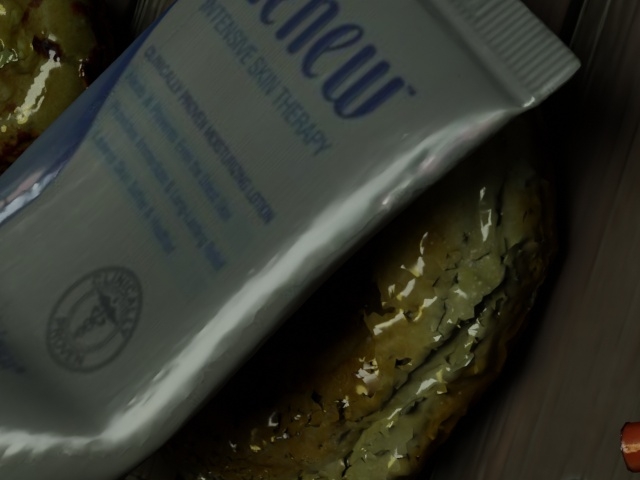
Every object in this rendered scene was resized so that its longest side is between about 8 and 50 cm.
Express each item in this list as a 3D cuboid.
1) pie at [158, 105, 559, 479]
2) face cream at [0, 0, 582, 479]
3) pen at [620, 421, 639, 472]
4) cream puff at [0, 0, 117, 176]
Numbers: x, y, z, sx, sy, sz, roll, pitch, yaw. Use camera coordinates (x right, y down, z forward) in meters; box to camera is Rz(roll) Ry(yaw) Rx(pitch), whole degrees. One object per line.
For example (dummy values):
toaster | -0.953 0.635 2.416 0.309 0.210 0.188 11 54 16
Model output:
pie | 0.001 0.000 0.953 0.308 0.085 0.308 -13 69 38
face cream | -0.081 -0.005 0.914 0.420 0.137 0.235 -43 46 7
pen | 0.238 0.075 0.773 0.239 0.028 0.028 -14 69 37
cream puff | -0.183 -0.107 1.138 0.149 0.084 0.149 -9 74 34
